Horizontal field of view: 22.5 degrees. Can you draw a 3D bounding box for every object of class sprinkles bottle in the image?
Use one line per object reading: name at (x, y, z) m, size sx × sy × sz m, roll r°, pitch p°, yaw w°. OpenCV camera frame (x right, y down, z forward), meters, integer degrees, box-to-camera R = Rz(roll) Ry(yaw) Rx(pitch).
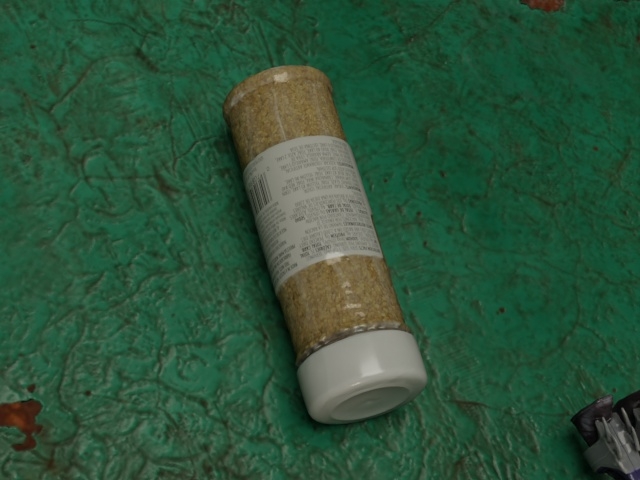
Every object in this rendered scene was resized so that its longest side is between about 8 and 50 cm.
sprinkles bottle at (0.000, 0.000, 1.604) m, size 0.121 × 0.121 × 0.355 m, roll -9°, pitch 65°, yaw -18°

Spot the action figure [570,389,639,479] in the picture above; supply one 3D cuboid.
action figure at (0.340, 0.285, 1.557) m, size 0.185 × 0.099 × 0.285 m, roll -14°, pitch 71°, yaw -30°
